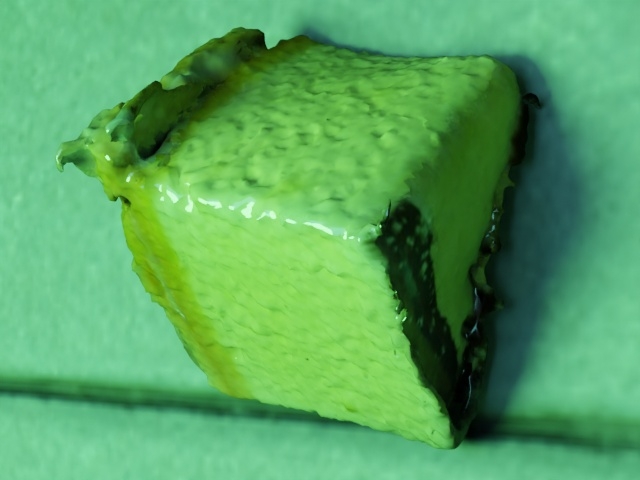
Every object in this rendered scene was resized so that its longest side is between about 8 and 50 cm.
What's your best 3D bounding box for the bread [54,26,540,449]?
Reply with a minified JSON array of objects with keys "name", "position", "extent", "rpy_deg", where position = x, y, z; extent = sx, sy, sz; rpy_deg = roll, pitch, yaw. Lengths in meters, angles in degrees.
[{"name":"bread","position":[0.000,0.000,0.585],"extent":[0.147,0.127,0.152],"rpy_deg":[14,130,34]}]
